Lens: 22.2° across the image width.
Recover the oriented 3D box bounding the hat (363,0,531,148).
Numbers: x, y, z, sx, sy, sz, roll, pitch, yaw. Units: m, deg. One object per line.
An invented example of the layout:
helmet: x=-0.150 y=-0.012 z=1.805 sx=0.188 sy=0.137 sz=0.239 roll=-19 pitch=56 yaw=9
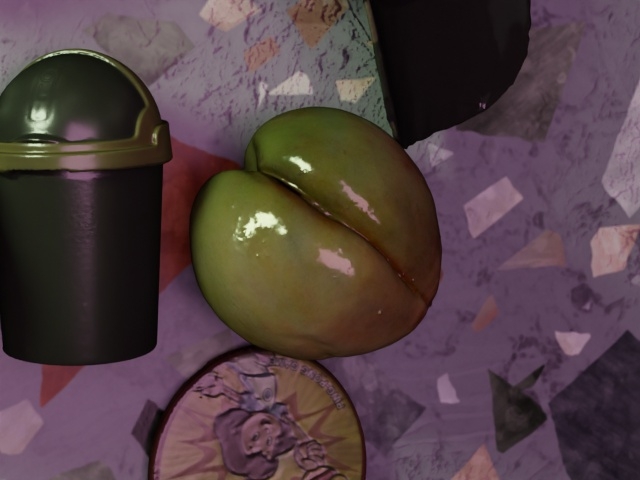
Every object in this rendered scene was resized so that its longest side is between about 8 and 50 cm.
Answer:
hat: x=0.093 y=-0.323 z=1.917 sx=0.366 sy=0.257 sz=0.381 roll=-24 pitch=137 yaw=-37

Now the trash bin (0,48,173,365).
trash bin: x=-0.270 y=-0.043 z=1.792 sx=0.214 sy=0.214 sz=0.334 roll=0 pitch=100 yaw=-16

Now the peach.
peach: x=0.001 y=-0.001 z=1.856 sx=0.292 sy=0.247 sz=0.292 roll=7 pitch=75 yaw=-26

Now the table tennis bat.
table tennis bat: x=-0.084 y=0.330 z=1.962 sx=0.268 sy=0.051 sz=0.414 roll=10 pitch=89 yaw=-16
